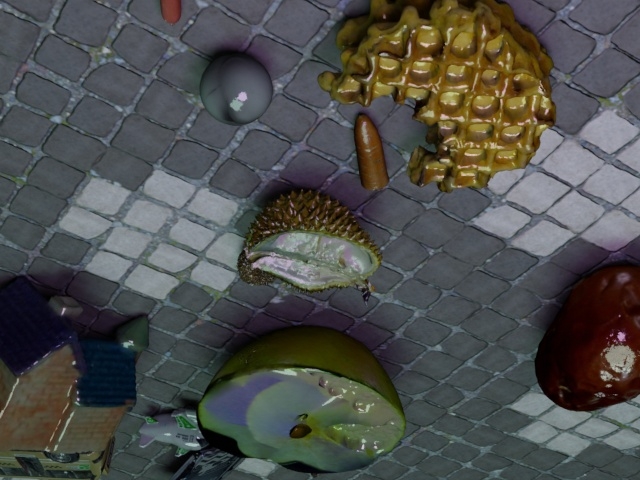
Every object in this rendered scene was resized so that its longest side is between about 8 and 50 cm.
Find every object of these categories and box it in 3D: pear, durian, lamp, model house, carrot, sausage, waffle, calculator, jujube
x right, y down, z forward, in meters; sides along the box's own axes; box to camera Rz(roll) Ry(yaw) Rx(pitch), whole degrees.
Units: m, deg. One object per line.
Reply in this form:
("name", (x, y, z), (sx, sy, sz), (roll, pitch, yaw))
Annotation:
("pear", (-0.030, 0.285, 2.082), (0.399, 0.165, 0.399), (2, 140, 2))
("durian", (0.000, 0.000, 1.761), (0.193, 0.137, 0.237), (-33, 125, 32))
("lamp", (-0.119, -0.213, 1.540), (0.105, 0.105, 0.105), (2, 140, 2))
("durian", (-0.106, 0.037, 1.870), (0.080, 0.080, 0.091), (3, 124, 1))
("model house", (-0.489, 0.221, 2.015), (0.312, 0.245, 0.280), (9, 114, -47))
("carrot", (0.075, -0.136, 1.662), (0.048, 0.048, 0.139), (-4, 139, 9))
("sausage", (-0.200, -0.369, 1.416), (0.029, 0.029, 0.223), (4, 140, 0))
("waffle", (0.177, -0.209, 1.494), (0.261, 0.151, 0.324), (-22, 135, 32))
("calculator", (-0.263, 0.523, 2.449), (0.166, 0.028, 0.274), (-6, 150, -38))
("jujube", (0.489, 0.178, 1.873), (0.223, 0.223, 0.318), (12, 147, -10))

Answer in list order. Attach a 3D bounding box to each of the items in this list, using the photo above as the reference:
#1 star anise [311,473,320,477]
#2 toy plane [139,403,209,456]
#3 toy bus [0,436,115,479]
("star anise", (0.002, 0.494, 2.415), (0.129, 0.056, 0.124), (-19, 147, 29))
("toy plane", (-0.301, 0.411, 2.323), (0.174, 0.080, 0.174), (1, 139, 1))
("toy bus", (-0.609, 0.400, 2.266), (0.365, 0.177, 0.202), (2, 143, 7))
